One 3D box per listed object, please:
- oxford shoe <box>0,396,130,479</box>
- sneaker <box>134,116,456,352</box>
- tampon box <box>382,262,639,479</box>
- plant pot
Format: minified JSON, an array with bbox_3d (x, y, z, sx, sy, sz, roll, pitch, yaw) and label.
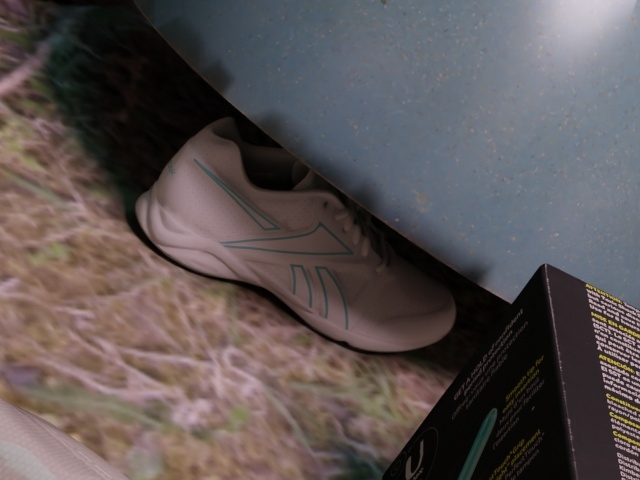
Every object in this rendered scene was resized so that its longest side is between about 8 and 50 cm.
[{"bbox_3d":[-0.178,0.021,0.401,0.449,0.169,0.130,41,34,12],"label":"oxford shoe"},{"bbox_3d":[0.000,0.000,0.754,0.152,0.061,0.053,25,27,-21],"label":"sneaker"},{"bbox_3d":[0.092,0.112,0.613,0.101,0.120,0.161,27,29,-13],"label":"tampon box"},{"bbox_3d":[0.085,-0.116,0.810,0.290,0.195,0.290,35,13,-9],"label":"plant pot"}]
